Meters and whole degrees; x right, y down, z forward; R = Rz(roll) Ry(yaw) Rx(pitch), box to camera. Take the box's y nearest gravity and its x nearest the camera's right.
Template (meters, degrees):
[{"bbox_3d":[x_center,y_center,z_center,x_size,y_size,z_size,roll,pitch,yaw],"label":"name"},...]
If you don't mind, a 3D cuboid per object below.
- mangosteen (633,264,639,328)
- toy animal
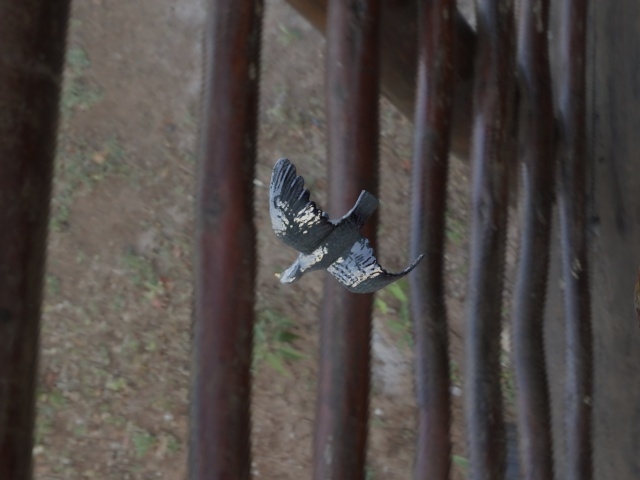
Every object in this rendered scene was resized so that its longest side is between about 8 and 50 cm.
[{"bbox_3d":[0.379,0.047,1.118,0.172,0.172,0.184,43,99,28],"label":"mangosteen"},{"bbox_3d":[0.000,0.000,0.492,0.050,0.084,0.028,-30,42,36],"label":"toy animal"}]
